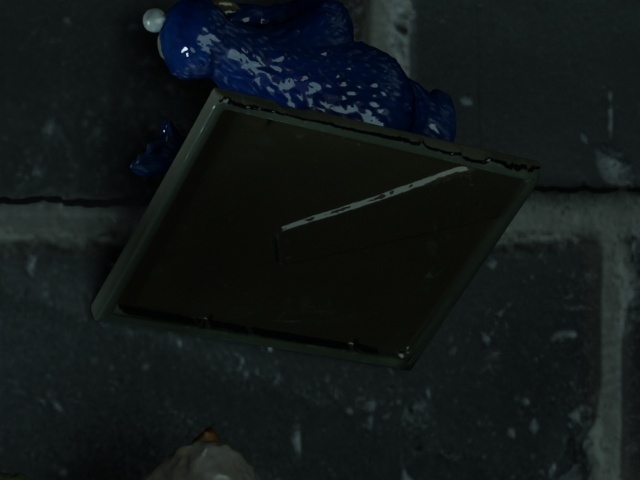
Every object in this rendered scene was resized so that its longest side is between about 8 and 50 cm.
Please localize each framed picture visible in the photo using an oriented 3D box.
[{"bbox_3d":[0.000,0.000,1.459,0.289,0.016,0.213,11,125,-33],"label":"framed picture"}]

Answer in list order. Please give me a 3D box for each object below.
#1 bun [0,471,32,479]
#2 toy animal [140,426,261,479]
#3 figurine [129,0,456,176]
[{"bbox_3d":[-0.230,0.209,1.359,0.115,0.069,0.115,-2,97,-13],"label":"bun"},{"bbox_3d":[-0.090,0.303,1.372,0.226,0.188,0.358,3,106,-41],"label":"toy animal"},{"bbox_3d":[-0.013,-0.105,1.464,0.262,0.120,0.164,13,87,-31],"label":"figurine"}]
